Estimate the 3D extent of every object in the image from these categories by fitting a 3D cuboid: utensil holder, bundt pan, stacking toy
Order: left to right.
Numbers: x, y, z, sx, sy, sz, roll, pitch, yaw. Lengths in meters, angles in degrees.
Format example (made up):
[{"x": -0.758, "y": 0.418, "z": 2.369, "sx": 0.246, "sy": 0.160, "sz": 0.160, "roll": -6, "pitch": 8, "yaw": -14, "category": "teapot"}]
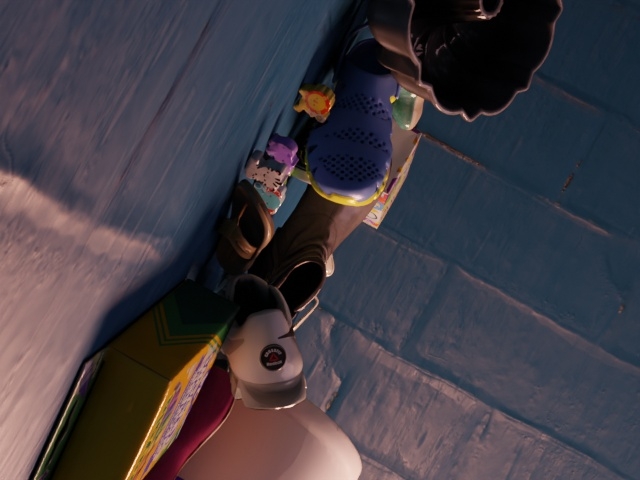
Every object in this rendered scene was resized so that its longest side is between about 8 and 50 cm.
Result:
[{"x": -0.167, "y": 0.442, "z": 1.827, "sx": 0.385, "sy": 0.327, "sz": 0.327, "roll": -56, "pitch": 174, "yaw": -29, "category": "utensil holder"}, {"x": -0.057, "y": -0.085, "z": 1.525, "sx": 0.167, "sy": 0.052, "sz": 0.221, "roll": -58, "pitch": 175, "yaw": -41, "category": "stacking toy"}, {"x": 0.184, "y": -0.334, "z": 1.559, "sx": 0.331, "sy": 0.124, "sz": 0.331, "roll": -19, "pitch": 119, "yaw": -40, "category": "bundt pan"}]

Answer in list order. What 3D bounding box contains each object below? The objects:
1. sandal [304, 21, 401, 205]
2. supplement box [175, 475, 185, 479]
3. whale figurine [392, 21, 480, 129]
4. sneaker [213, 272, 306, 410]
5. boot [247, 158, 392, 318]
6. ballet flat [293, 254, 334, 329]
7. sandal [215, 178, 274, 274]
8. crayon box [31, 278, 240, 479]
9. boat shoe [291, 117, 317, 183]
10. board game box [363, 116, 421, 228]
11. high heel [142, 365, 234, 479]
[{"x": 0.055, "y": -0.190, "z": 1.615, "sx": 0.138, "sy": 0.126, "sz": 0.317, "roll": 104, "pitch": -4, "yaw": -55, "category": "sandal"}, {"x": -0.283, "y": 0.397, "z": 1.535, "sx": 0.114, "sy": 0.111, "sz": 0.220, "roll": -63, "pitch": 174, "yaw": 32, "category": "supplement box"}, {"x": 0.142, "y": -0.305, "z": 1.780, "sx": 0.216, "sy": 0.141, "sz": 0.272, "roll": -109, "pitch": -147, "yaw": -43, "category": "whale figurine"}, {"x": -0.097, "y": 0.106, "z": 1.548, "sx": 0.330, "sy": 0.122, "sz": 0.146, "roll": -155, "pitch": -123, "yaw": -67, "category": "sneaker"}, {"x": 0.000, "y": 0.000, "z": 1.762, "sx": 0.338, "sy": 0.118, "sz": 0.223, "roll": -55, "pitch": -169, "yaw": 17, "category": "boot"}, {"x": -0.040, "y": 0.072, "z": 2.280, "sx": 0.348, "sy": 0.123, "sz": 0.123, "roll": -61, "pitch": 176, "yaw": -12, "category": "ballet flat"}, {"x": -0.105, "y": -0.006, "z": 1.453, "sx": 0.049, "sy": 0.072, "sz": 0.180, "roll": -32, "pitch": 163, "yaw": -34, "category": "sandal"}, {"x": -0.206, "y": 0.185, "z": 1.303, "sx": 0.203, "sy": 0.083, "sz": 0.323, "roll": -63, "pitch": 175, "yaw": 17, "category": "crayon box"}, {"x": -0.007, "y": -0.135, "z": 1.700, "sx": 0.183, "sy": 0.065, "sz": 0.083, "roll": -94, "pitch": -153, "yaw": -75, "category": "boat shoe"}, {"x": 0.094, "y": -0.145, "z": 2.280, "sx": 0.144, "sy": 0.142, "sz": 0.275, "roll": -60, "pitch": 175, "yaw": -12, "category": "board game box"}, {"x": -0.222, "y": 0.235, "z": 1.559, "sx": 0.127, "sy": 0.181, "sz": 0.377, "roll": -44, "pitch": -153, "yaw": 29, "category": "high heel"}]
